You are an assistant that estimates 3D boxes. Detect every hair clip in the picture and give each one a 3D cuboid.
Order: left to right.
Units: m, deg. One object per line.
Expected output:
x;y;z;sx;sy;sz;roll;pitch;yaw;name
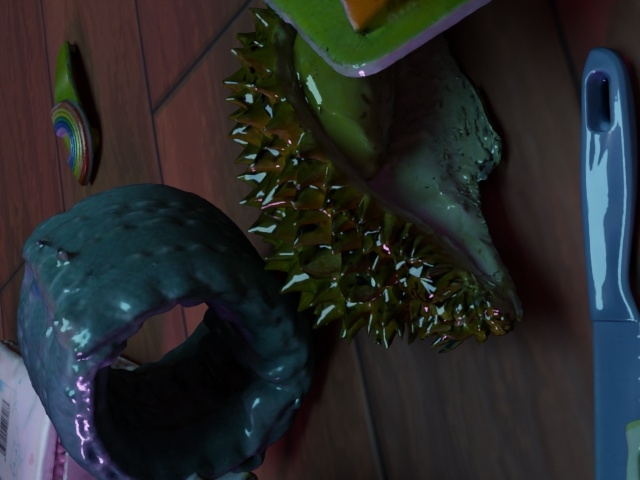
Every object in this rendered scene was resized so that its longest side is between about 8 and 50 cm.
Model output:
-0.284;-0.155;1.186;0.060;0.033;0.188;-47;51;42;hair clip

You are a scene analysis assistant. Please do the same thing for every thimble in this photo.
-0.120;0.073;0.760;0.198;0.235;0.143;-44;42;-1;thimble

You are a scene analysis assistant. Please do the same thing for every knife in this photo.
0.158;0.051;0.546;0.044;0.019;0.313;-4;86;53;knife

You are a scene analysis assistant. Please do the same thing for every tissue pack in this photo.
-0.259;0.245;1.036;0.201;0.124;0.271;10;96;55;tissue pack

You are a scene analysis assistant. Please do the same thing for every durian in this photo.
0.028;-0.049;0.652;0.172;0.166;0.306;88;168;-54;durian

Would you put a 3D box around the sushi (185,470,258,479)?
-0.065;0.242;0.644;0.139;0.274;0.184;-16;43;39;sushi

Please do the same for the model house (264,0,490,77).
-0.068;-0.271;0.521;0.340;0.324;0.300;-33;43;-4;model house

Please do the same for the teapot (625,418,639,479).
0.170;0.137;0.457;0.090;0.092;0.124;-22;75;35;teapot

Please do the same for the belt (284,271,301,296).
0.000;0.000;0.759;0.059;0.036;0.083;-24;68;45;belt
